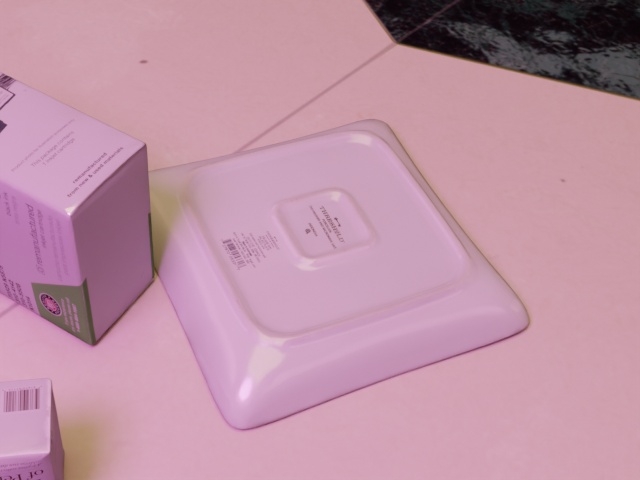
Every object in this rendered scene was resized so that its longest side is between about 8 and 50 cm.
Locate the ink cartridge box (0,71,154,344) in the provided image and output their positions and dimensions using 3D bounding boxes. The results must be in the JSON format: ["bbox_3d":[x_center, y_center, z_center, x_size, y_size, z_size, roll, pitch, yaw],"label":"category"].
[{"bbox_3d":[-0.244,-0.040,0.740,0.219,0.160,0.092,26,51,16],"label":"ink cartridge box"}]

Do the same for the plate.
[{"bbox_3d":[0.000,0.000,0.819,0.278,0.045,0.277,-16,53,-21],"label":"plate"}]

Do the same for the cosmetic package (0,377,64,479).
[{"bbox_3d":[-0.290,0.148,0.609,0.239,0.098,0.060,-4,52,-11],"label":"cosmetic package"}]
